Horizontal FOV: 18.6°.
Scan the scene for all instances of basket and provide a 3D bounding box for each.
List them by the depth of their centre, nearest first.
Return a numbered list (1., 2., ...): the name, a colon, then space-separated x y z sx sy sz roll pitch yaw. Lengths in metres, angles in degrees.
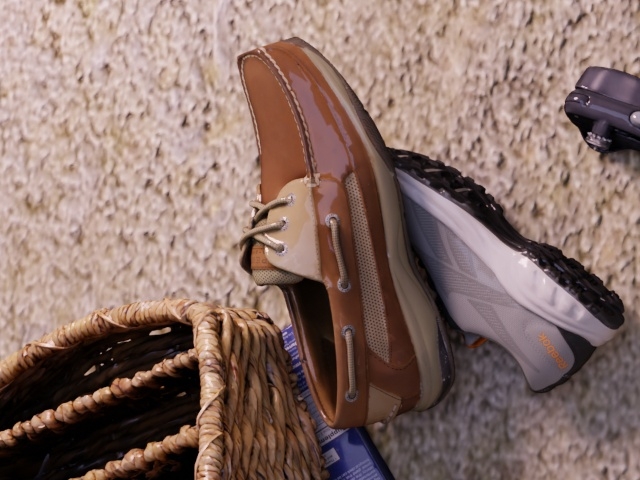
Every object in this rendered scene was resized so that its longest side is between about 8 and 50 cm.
1. basket: -0.180 0.163 1.554 0.299 0.223 0.213 -23 78 24

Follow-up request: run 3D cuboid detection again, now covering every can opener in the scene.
1. can opener: 0.284 -0.084 1.582 0.186 0.059 0.073 26 88 18

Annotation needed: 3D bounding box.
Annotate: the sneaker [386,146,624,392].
1. sneaker: 0.115 0.017 1.594 0.271 0.100 0.108 42 111 21

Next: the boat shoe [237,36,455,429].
1. boat shoe: 0.000 0.000 1.562 0.120 0.122 0.324 -23 93 -24

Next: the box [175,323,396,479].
1. box: -0.017 0.199 1.629 0.136 0.036 0.225 -33 72 9
